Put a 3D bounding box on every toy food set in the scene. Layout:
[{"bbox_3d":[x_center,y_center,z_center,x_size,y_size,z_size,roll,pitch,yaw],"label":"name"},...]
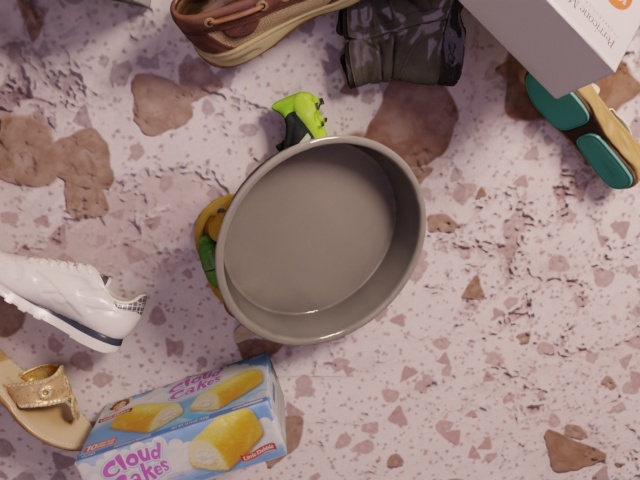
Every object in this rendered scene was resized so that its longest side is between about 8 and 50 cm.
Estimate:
[{"bbox_3d":[-0.099,0.046,0.840,0.128,0.071,0.217,-18,107,0],"label":"toy food set"}]

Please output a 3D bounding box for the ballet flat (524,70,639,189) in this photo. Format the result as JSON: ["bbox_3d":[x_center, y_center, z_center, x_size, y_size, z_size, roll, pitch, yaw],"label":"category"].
[{"bbox_3d":[0.367,-0.169,0.831,0.232,0.080,0.073,45,70,-17],"label":"ballet flat"}]

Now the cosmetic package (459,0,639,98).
[{"bbox_3d":[0.226,-0.392,0.669,0.377,0.097,0.284,39,72,-14],"label":"cosmetic package"}]

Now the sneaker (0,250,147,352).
[{"bbox_3d":[-0.357,0.061,0.824,0.235,0.090,0.094,32,88,-17],"label":"sneaker"}]

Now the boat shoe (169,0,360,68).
[{"bbox_3d":[-0.022,-0.334,0.693,0.342,0.123,0.123,-30,74,8],"label":"boat shoe"}]

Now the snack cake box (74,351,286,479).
[{"bbox_3d":[-0.185,0.265,0.854,0.264,0.152,0.089,-18,106,0],"label":"snack cake box"}]

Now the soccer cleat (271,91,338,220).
[{"bbox_3d":[-0.016,-0.110,0.816,0.072,0.060,0.178,-8,108,18],"label":"soccer cleat"}]

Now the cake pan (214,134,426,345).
[{"bbox_3d":[0.000,0.000,0.787,0.293,0.054,0.293,-11,118,-21],"label":"cake pan"}]

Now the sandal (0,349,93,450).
[{"bbox_3d":[-0.400,0.199,0.849,0.240,0.088,0.079,41,105,-10],"label":"sandal"}]

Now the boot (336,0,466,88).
[{"bbox_3d":[0.102,-0.313,0.754,0.161,0.083,0.246,3,104,1],"label":"boot"}]

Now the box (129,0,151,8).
[{"bbox_3d":[-0.278,-0.376,0.677,0.182,0.119,0.180,10,105,-7],"label":"box"}]
